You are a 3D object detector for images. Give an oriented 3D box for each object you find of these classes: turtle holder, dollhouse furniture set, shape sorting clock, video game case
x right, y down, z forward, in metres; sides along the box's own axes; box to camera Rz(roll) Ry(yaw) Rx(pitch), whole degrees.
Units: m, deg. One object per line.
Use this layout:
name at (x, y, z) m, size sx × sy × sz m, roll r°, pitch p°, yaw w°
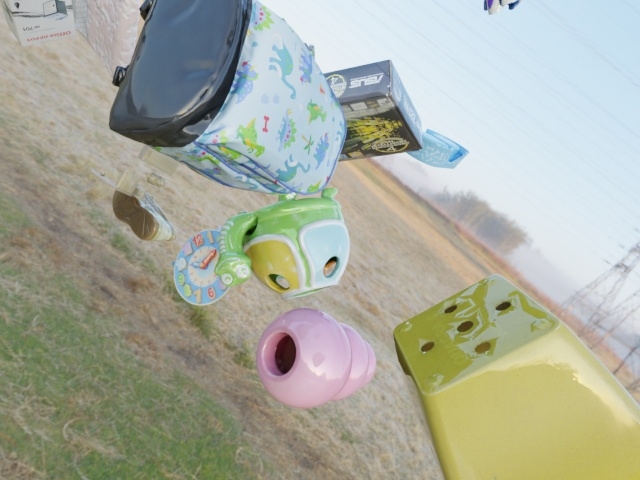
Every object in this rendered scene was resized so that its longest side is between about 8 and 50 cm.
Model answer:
turtle holder at (-0.065, 0.010, 1.011) m, size 0.320 × 0.244 × 0.227 m, roll 11°, pitch 63°, yaw -70°
dollhouse furniture set at (-0.514, -0.206, 1.258) m, size 0.123 × 0.151 × 0.144 m, roll 29°, pitch -2°, yaw 28°
shape sorting clock at (-0.305, 0.069, 1.191) m, size 0.206 × 0.206 × 0.040 m, roll 43°, pitch 4°, yaw 30°
video game case at (-0.364, 0.014, 1.351) m, size 0.015 × 0.166 × 0.119 m, roll 53°, pitch 0°, yaw -9°

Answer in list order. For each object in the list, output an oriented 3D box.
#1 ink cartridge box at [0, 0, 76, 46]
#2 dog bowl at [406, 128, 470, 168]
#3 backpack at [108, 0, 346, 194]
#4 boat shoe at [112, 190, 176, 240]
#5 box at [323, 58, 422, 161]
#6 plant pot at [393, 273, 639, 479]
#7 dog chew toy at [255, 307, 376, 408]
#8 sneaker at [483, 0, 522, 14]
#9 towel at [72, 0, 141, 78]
ink cartridge box at (-0.680, -0.575, 1.078) m, size 0.082 × 0.140 × 0.190 m, roll 54°, pitch -30°, yaw 9°
dog bowl at (0.366, -0.297, 1.453) m, size 0.166 × 0.074 × 0.297 m, roll 41°, pitch 28°, yaw 27°
backpack at (-0.112, -0.209, 0.742) m, size 0.274 × 0.289 × 0.355 m, roll 12°, pitch -15°, yaw 14°
boat shoe at (-0.523, -0.080, 1.321) m, size 0.285 × 0.104 × 0.089 m, roll 44°, pitch 13°, yaw 35°
box at (0.029, -0.296, 1.129) m, size 0.395 × 0.097 × 0.318 m, roll -3°, pitch -14°, yaw 23°
plant pot at (0.197, 0.165, 0.494) m, size 0.187 × 0.212 × 0.212 m, roll 60°, pitch 5°, yaw -16°
dog chew toy at (0.012, 0.267, 1.013) m, size 0.332 × 0.206 × 0.206 m, roll 26°, pitch 15°, yaw -51°
sneaker at (0.535, -0.834, 1.387) m, size 0.323 × 0.236 × 0.130 m, roll -4°, pitch 16°, yaw -34°
towel at (-0.611, -0.667, 1.265) m, size 0.053 × 0.331 × 0.317 m, roll -26°, pitch 67°, yaw -42°
